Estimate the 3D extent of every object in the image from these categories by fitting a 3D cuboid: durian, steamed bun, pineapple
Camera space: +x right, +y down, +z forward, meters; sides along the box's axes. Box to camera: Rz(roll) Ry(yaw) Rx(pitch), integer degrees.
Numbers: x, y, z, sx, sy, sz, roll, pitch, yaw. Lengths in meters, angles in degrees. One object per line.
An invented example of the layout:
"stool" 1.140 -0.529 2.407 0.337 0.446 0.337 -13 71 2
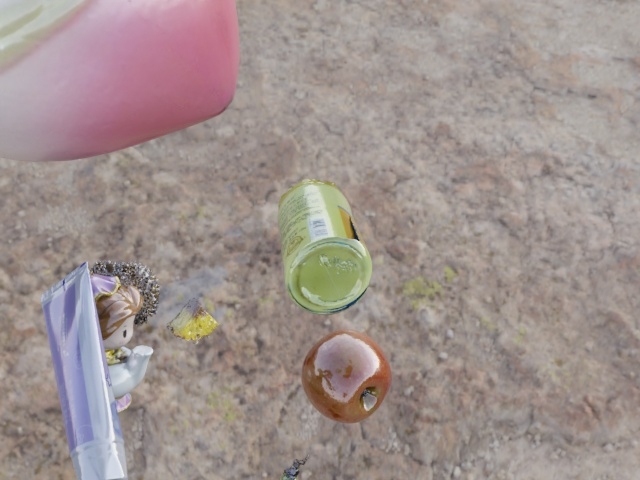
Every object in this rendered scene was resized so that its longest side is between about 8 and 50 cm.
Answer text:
"durian" -0.488 0.121 1.842 0.196 0.196 0.167 -2 40 0
"steamed bun" -0.195 -0.187 0.604 0.309 0.309 0.309 -1 47 1
"pineapple" -0.329 0.207 1.973 0.137 0.116 0.069 -7 24 -42

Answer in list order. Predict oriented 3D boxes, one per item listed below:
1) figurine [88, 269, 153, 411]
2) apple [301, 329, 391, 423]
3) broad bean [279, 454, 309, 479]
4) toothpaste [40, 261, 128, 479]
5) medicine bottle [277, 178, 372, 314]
"figurine" -0.399 0.180 1.371 0.189 0.264 0.142 4 20 -1
"apple" 0.054 0.269 1.496 0.181 0.181 0.168 -30 35 -24
"broad bean" -0.124 0.521 1.364 0.325 0.075 0.067 -49 34 -12
"toothpaste" -0.384 0.215 1.209 0.125 0.080 0.371 -35 61 23
"medicine bottle" 0.000 0.000 1.092 0.124 0.124 0.239 -5 27 -3
